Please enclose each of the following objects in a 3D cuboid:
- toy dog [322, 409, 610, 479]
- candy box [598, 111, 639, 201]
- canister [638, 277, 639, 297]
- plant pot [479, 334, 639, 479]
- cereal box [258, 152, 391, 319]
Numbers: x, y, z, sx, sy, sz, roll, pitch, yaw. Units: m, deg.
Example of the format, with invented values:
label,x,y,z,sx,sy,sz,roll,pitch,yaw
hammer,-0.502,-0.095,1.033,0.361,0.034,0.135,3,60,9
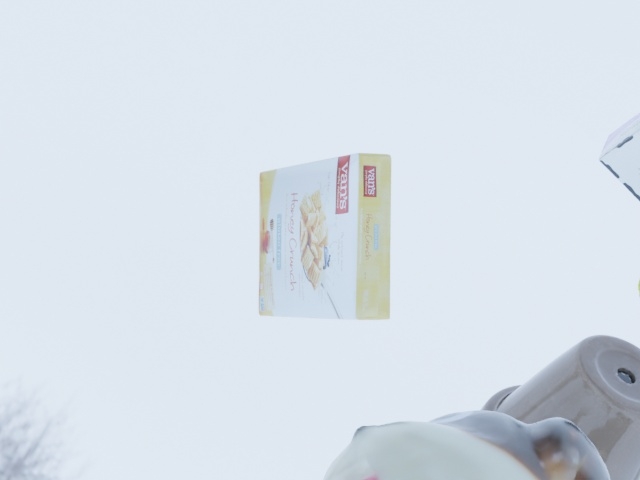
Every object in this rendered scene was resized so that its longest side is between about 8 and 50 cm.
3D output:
label,x,y,z,sx,sy,sz,roll,pitch,yaw
toy dog,0.109,0.295,0.845,0.395,0.408,0.284,21,-47,-23
candy box,0.464,-0.089,1.507,0.196,0.070,0.165,45,-51,-7
canister,0.443,0.071,1.393,0.170,0.126,0.073,46,-2,-33
plant pot,0.358,0.255,1.711,0.263,0.263,0.229,27,-53,0
cereal box,0.000,0.000,1.373,0.047,0.173,0.240,2,-4,-27
